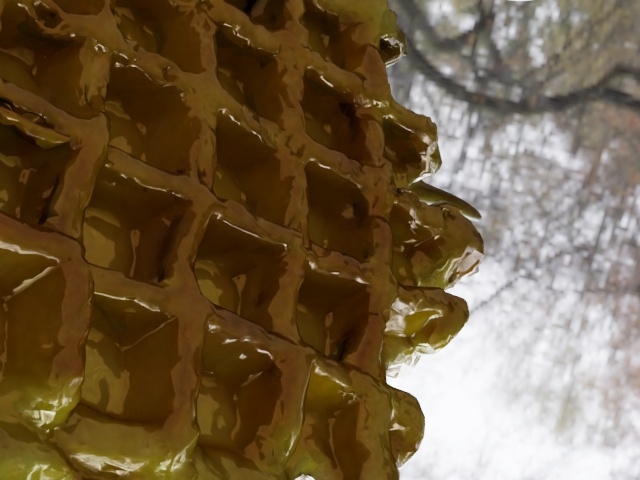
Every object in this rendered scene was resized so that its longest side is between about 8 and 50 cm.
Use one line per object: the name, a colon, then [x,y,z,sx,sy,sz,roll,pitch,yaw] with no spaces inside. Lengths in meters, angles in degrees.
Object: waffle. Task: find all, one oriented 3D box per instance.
waffle: [-0.059,-0.036,0.432,0.065,0.309,0.283,-24,-173,38]

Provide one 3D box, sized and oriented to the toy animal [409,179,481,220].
toy animal: [0.000,0.000,0.605,0.155,0.095,0.219,21,-159,31]
